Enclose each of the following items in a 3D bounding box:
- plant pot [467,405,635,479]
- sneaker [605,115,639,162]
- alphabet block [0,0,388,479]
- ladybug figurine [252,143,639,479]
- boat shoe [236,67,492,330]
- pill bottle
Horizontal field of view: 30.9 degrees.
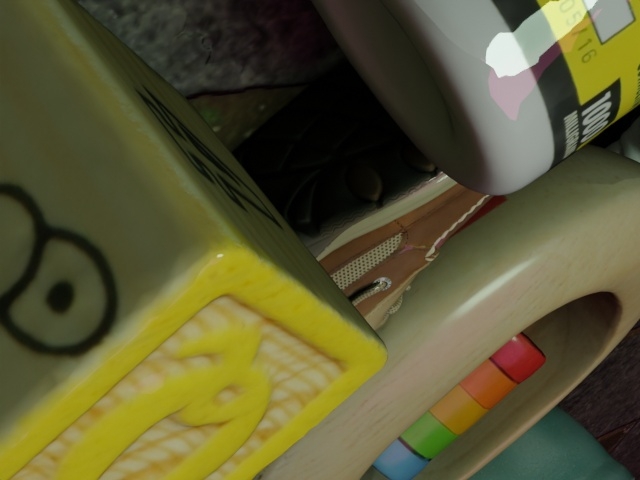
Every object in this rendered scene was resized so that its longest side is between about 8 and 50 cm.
[{"bbox_3d":[0.124,0.235,1.117,0.293,0.196,0.293,-32,162,-12],"label":"plant pot"},{"bbox_3d":[0.307,-0.035,1.081,0.129,0.111,0.297,-32,152,23],"label":"sneaker"},{"bbox_3d":[-0.118,0.023,0.538,0.192,0.197,0.193,-41,152,7],"label":"alphabet block"},{"bbox_3d":[0.068,0.083,0.883,0.449,0.162,0.305,-40,152,3],"label":"ladybug figurine"},{"bbox_3d":[0.000,0.000,0.711,0.324,0.122,0.120,-32,135,6],"label":"boat shoe"},{"bbox_3d":[0.162,-0.187,0.565,0.334,0.188,0.188,-36,152,-4],"label":"pill bottle"}]
